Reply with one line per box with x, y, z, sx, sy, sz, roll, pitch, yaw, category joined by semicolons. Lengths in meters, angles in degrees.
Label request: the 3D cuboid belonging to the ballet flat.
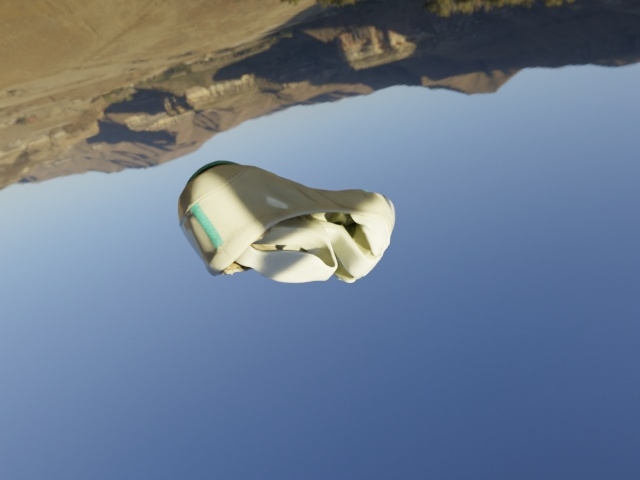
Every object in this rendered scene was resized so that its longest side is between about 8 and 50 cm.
0.000;0.000;0.409;0.086;0.086;0.249;-1;177;40;ballet flat
